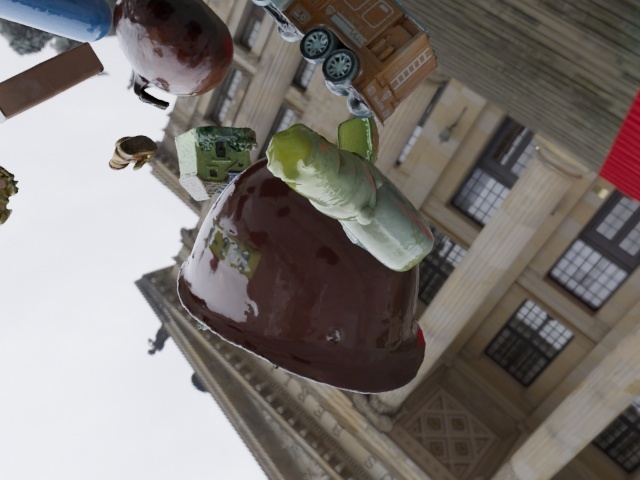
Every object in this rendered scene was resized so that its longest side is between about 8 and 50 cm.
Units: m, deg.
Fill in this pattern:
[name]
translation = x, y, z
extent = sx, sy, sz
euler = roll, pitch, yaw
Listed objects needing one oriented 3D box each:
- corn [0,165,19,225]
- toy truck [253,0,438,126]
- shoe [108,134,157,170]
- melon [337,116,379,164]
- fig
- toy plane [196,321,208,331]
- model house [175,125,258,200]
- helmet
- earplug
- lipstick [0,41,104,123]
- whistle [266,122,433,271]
[corn]
translation = -0.604, -0.047, 0.882
extent = 0.306, 0.122, 0.123
euler = -9, -131, 1
[toy truck]
translation = 0.033, -0.334, 0.929
extent = 0.305, 0.162, 0.136
euler = 52, -171, 22
[shoe]
translation = -0.384, -0.178, 1.233
extent = 0.072, 0.069, 0.109
euler = 43, -154, -15
[melon]
translation = 0.025, -0.121, 1.046
extent = 0.064, 0.210, 0.117
euler = -15, -102, -63
[fig]
translation = -0.280, -0.377, 1.140
extent = 0.215, 0.235, 0.235
euler = -21, -142, 4
[toy plane]
translation = -0.206, 0.143, 1.179
extent = 0.033, 0.083, 0.080
euler = 38, 180, 15
[model house]
translation = -0.272, -0.207, 1.688
extent = 0.214, 0.189, 0.195
euler = -2, -179, -38
[helmet]
translation = 0.000, 0.000, 0.836
extent = 0.338, 0.230, 0.385
euler = -1, -154, -36
[earplug]
translation = -0.563, -0.488, 1.235
extent = 0.273, 0.132, 0.132
euler = 16, -148, -23
[lipstick]
translation = -0.356, -0.205, 0.787
extent = 0.145, 0.045, 0.045
euler = -40, -156, -29
[whistle]
translation = 0.021, -0.028, 0.436
extent = 0.104, 0.057, 0.198
euler = 54, -165, 24
